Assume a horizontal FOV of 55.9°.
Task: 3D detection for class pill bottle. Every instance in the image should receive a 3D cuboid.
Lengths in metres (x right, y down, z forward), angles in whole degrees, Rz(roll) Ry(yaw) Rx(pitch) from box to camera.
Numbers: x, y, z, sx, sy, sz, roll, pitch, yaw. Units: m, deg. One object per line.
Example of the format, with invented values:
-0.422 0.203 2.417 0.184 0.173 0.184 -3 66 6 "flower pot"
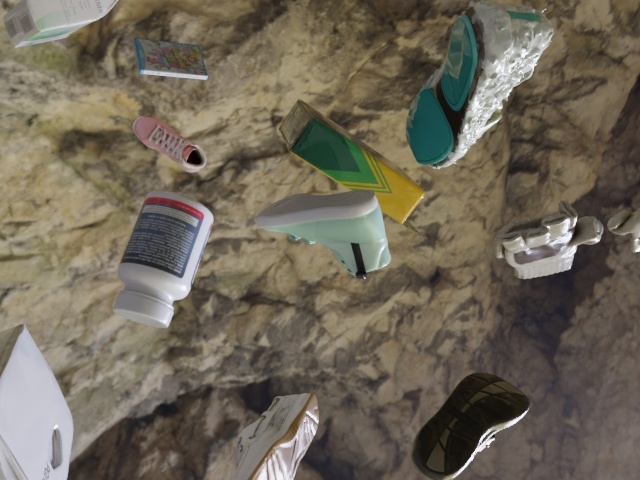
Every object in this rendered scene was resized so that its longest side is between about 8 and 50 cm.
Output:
-0.233 0.029 0.882 0.107 0.180 0.108 13 -21 5 "pill bottle"

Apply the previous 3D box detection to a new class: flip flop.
0.246 0.313 1.004 0.112 0.277 0.080 34 -46 30 "flip flop"

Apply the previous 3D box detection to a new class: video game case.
-0.374 -0.453 1.506 0.015 0.166 0.119 -57 -137 48 "video game case"

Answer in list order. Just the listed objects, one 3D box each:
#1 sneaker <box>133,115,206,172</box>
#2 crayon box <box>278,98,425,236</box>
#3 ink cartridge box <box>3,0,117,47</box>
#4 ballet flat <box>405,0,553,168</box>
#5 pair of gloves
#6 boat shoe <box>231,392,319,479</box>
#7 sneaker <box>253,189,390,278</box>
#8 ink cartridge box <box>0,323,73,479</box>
-0.248 -0.164 1.017 0.134 0.051 0.070 38 -14 -27 "sneaker"
0.078 -0.151 1.224 0.322 0.203 0.083 31 -76 -20 "crayon box"
-0.347 -0.350 0.921 0.181 0.224 0.056 12 -60 53 "ink cartridge box"
0.240 -0.222 0.939 0.147 0.147 0.409 41 -12 5 "ballet flat"
0.318 -0.016 0.680 0.240 0.204 0.042 -18 -111 22 "pair of gloves"
-0.088 0.331 0.941 0.096 0.277 0.098 0 -75 20 "boat shoe"
0.000 0.000 1.033 0.255 0.094 0.151 0 -59 39 "sneaker"
-0.270 0.148 0.347 0.158 0.217 0.092 -151 -137 -68 "ink cartridge box"
